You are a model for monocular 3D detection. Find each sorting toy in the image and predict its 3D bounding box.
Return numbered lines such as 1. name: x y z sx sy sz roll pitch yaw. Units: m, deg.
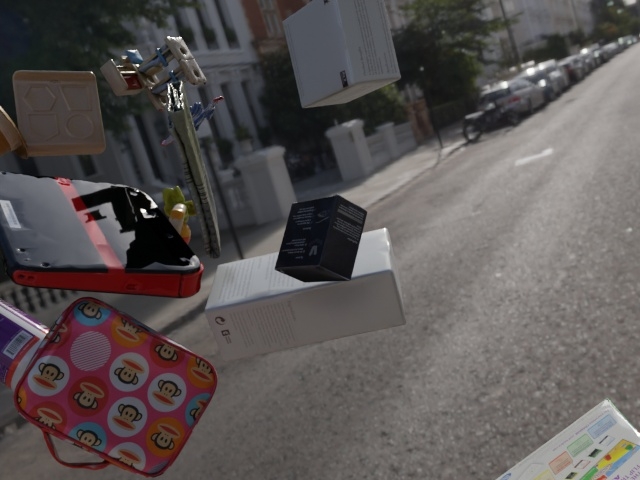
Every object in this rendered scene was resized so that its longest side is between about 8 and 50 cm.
1. sorting toy: -0.631 -0.306 1.729 0.193 0.208 0.038 -6 -9 -27

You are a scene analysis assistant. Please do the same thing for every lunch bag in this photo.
1. lunch bag: -0.346 0.261 1.194 0.258 0.293 0.120 -60 12 -15

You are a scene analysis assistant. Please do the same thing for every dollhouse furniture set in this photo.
1. dollhouse furniture set: -0.386 -0.386 1.677 0.129 0.128 0.184 -31 2 25

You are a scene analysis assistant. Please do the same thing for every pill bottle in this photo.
1. pill bottle: -0.857 0.258 1.898 0.323 0.181 0.181 29 20 9

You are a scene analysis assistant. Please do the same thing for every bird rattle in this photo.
1. bird rattle: -0.396 -0.015 1.919 0.143 0.253 0.207 20 6 -6

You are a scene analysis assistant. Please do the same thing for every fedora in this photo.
1. fedora: -0.733 -0.245 1.578 0.079 0.194 0.194 -44 19 -25

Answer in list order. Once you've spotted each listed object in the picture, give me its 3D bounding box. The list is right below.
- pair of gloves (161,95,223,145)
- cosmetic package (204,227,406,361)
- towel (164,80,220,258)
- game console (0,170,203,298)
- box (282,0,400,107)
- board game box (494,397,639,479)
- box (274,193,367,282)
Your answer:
1. pair of gloves: -0.340 -0.323 1.906 0.159 0.023 0.198 -39 2 36
2. cosmetic package: -0.033 0.130 1.763 0.454 0.161 0.230 -13 26 8
3. towel: -0.273 -0.156 1.489 0.056 0.324 0.312 -13 24 -6
4. game console: -0.420 -0.015 1.295 0.342 0.060 0.386 3 26 -37
5. box: 0.037 -0.364 1.362 0.119 0.180 0.182 -14 3 -34
6. board game box: 0.380 0.373 1.007 0.242 0.064 0.316 -39 5 8
7. box: 0.000 0.000 1.499 0.093 0.158 0.156 27 -20 -34
